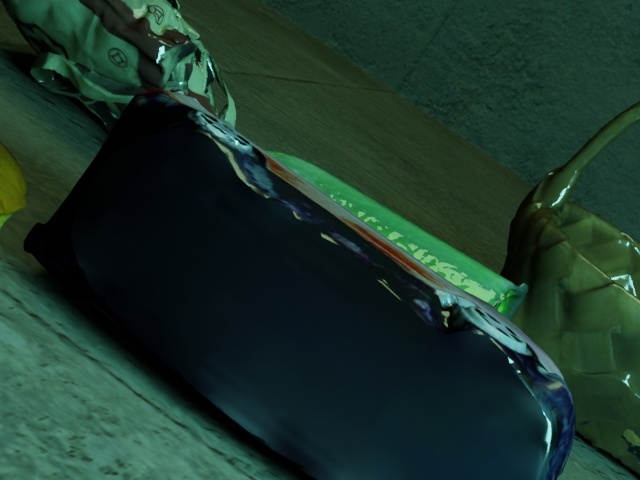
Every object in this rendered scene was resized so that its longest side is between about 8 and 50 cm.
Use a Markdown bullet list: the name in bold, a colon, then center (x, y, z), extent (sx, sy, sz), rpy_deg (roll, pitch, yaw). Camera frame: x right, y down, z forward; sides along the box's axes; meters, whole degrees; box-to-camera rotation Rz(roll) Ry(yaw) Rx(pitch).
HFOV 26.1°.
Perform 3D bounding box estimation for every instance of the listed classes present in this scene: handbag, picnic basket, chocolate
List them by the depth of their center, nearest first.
- **chocolate**: center (0.000, 0.000, 1.006), extent (0.291, 0.110, 0.110), rpy_deg (34, 12, 17)
- **handbag**: center (-0.175, -0.163, 1.125), extent (0.235, 0.127, 0.213), rpy_deg (45, -8, 25)
- **picnic basket**: center (0.316, 0.021, 1.197), extent (0.293, 0.337, 0.337), rpy_deg (34, 12, 2)

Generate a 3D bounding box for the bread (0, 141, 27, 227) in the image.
- **bread**: center (-0.206, -0.037, 0.651), extent (0.156, 0.086, 0.125), rpy_deg (43, 14, 35)

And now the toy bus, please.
- **toy bus**: center (-0.004, 0.042, 0.753), extent (0.303, 0.127, 0.147), rpy_deg (35, 9, 7)
